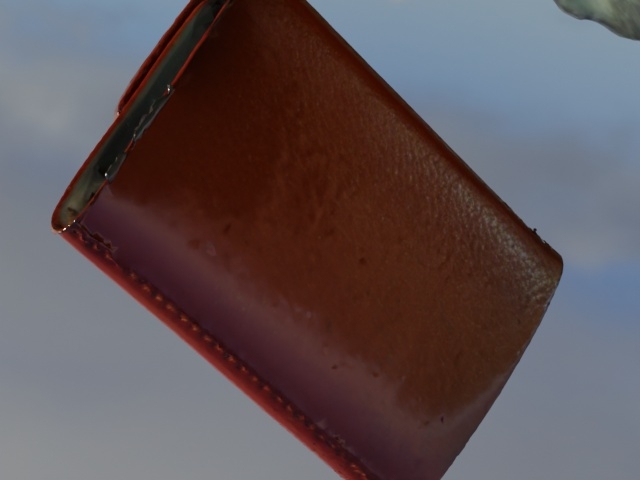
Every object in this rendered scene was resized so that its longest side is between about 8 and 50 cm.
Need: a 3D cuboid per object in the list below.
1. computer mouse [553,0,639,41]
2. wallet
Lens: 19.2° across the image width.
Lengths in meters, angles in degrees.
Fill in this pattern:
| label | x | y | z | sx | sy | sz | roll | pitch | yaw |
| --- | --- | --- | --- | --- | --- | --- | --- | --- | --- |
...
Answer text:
| label | x | y | z | sx | sy | sz | roll | pitch | yaw |
| --- | --- | --- | --- | --- | --- | --- | --- | --- | --- |
| computer mouse | 0.146 | -0.235 | 0.783 | 0.199 | 0.389 | 0.115 | -35 | -164 | -14 |
| wallet | 0.000 | 0.000 | 0.765 | 0.204 | 0.142 | 0.045 | 43 | 158 | -27 |
